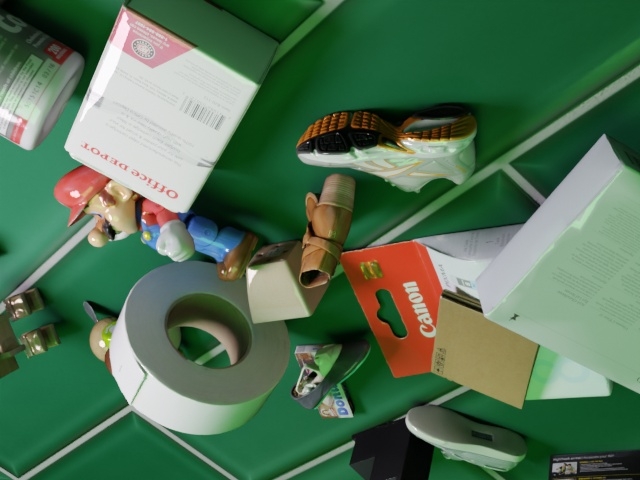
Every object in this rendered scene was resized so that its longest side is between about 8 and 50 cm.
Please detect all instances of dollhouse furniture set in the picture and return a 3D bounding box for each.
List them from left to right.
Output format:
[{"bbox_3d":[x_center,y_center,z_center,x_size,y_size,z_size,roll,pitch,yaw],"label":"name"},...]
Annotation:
[{"bbox_3d":[-0.637,0.141,1.782,0.161,0.212,0.242,-18,97,28],"label":"dollhouse furniture set"}]

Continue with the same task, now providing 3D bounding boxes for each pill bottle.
[{"bbox_3d":[-0.498,-0.265,1.399,0.283,0.161,0.161,30,133,-10],"label":"pill bottle"}]

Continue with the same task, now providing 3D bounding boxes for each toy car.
[{"bbox_3d":[-0.362,0.175,1.803,0.188,0.149,0.155,20,138,41],"label":"toy car"}]

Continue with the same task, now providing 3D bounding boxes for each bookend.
[{"bbox_3d":[0.123,0.422,1.822,0.156,0.157,0.072,-27,118,34],"label":"bookend"}]

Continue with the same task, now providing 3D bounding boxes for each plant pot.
[{"bbox_3d":[-0.062,0.061,1.599,0.109,0.109,0.096,-10,114,25],"label":"plant pot"}]

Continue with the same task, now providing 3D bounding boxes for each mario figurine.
[{"bbox_3d":[-0.274,-0.008,1.556,0.321,0.170,0.198,25,135,-8],"label":"mario figurine"}]

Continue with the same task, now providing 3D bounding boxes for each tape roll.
[{"bbox_3d":[-0.198,0.173,1.612,0.286,0.286,0.100,26,134,-7],"label":"tape roll"}]

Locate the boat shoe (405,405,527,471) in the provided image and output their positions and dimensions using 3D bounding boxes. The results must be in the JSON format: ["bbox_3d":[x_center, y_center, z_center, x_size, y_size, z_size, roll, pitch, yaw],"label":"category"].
[{"bbox_3d":[0.257,0.370,1.786,0.228,0.079,0.081,17,129,-2],"label":"boat shoe"}]

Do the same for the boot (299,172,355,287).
[{"bbox_3d":[0.000,0.000,1.454,0.073,0.152,0.197,14,162,-1],"label":"boot"}]

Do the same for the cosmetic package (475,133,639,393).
[{"bbox_3d":[0.451,0.060,1.358,0.377,0.097,0.284,27,118,-19],"label":"cosmetic package"}]

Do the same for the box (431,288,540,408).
[{"bbox_3d":[0.258,0.175,1.550,0.164,0.021,0.201,21,141,19],"label":"box"}]

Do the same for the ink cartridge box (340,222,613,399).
[{"bbox_3d":[0.245,0.129,1.568,0.385,0.091,0.308,-9,127,23],"label":"ink cartridge box"}]

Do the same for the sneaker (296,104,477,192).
[{"bbox_3d":[0.095,-0.113,1.396,0.262,0.099,0.121,0,135,19],"label":"sneaker"}]

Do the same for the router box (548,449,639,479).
[{"bbox_3d":[0.494,0.440,1.736,0.179,0.133,0.046,-9,127,25],"label":"router box"}]

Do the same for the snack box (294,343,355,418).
[{"bbox_3d":[0.010,0.260,1.804,0.064,0.022,0.178,-6,128,19],"label":"snack box"}]

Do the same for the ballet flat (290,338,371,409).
[{"bbox_3d":[0.009,0.228,1.717,0.074,0.074,0.203,31,130,-11],"label":"ballet flat"}]

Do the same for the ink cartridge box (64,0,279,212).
[{"bbox_3d":[-0.216,-0.202,1.395,0.207,0.117,0.283,29,133,-9],"label":"ink cartridge box"}]
